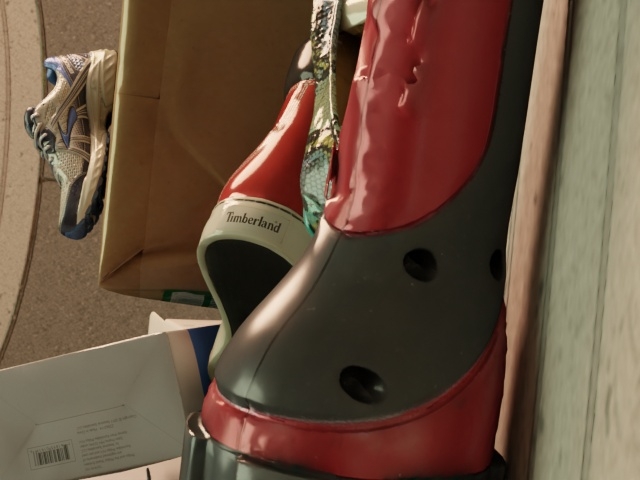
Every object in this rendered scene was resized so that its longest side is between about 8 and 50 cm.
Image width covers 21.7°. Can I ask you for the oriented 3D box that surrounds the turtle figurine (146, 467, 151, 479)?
[{"bbox_3d":[-0.056,0.204,0.955,0.175,0.118,0.234,69,180,-60],"label":"turtle figurine"}]

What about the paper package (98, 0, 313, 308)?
[{"bbox_3d":[-0.054,-0.113,1.185,0.325,0.168,0.309,-143,58,-84],"label":"paper package"}]

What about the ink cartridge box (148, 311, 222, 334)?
[{"bbox_3d":[-0.096,0.139,1.515,0.198,0.067,0.115,25,110,59],"label":"ink cartridge box"}]

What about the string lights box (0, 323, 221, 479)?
[{"bbox_3d":[-0.104,0.102,1.097,0.260,0.133,0.076,-1,-102,-74],"label":"string lights box"}]

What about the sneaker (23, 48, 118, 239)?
[{"bbox_3d":[-0.164,-0.063,1.087,0.052,0.058,0.135,103,170,-63],"label":"sneaker"}]

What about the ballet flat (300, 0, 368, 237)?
[{"bbox_3d":[0.031,-0.079,0.804,0.070,0.070,0.188,103,171,-54],"label":"ballet flat"}]

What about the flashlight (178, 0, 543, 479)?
[{"bbox_3d":[0.021,-0.042,0.507,0.103,0.103,0.304,-102,19,-80],"label":"flashlight"}]

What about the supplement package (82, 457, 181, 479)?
[{"bbox_3d":[-0.118,0.264,1.241,0.293,0.177,0.175,-95,23,-66],"label":"supplement package"}]

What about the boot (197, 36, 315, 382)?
[{"bbox_3d":[0.000,0.000,0.975,0.244,0.088,0.176,88,-159,-55],"label":"boot"}]
